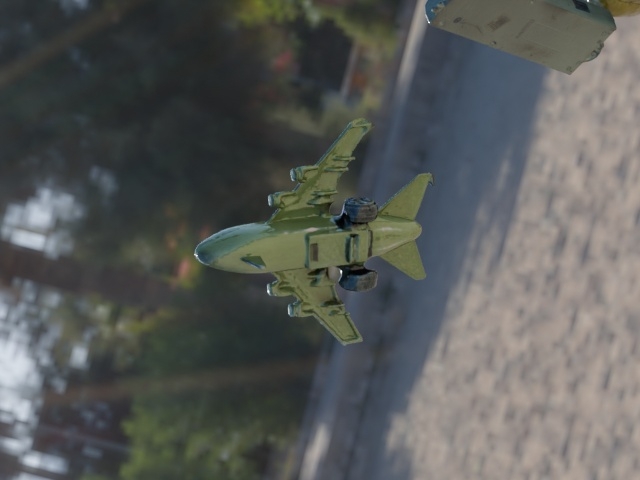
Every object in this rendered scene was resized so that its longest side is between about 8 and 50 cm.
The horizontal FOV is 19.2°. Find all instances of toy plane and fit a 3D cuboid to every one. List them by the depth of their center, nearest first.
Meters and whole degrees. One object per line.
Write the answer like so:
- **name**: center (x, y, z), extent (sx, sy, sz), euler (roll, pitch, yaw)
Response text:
- **toy plane**: center (0.000, 0.000, 0.810), extent (0.040, 0.111, 0.102), euler (24, 118, 56)

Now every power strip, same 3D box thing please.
- **power strip**: center (0.117, -0.137, 1.143), extent (0.051, 0.136, 0.019), euler (-46, 42, 39)

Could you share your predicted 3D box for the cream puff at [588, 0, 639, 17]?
- **cream puff**: center (0.247, -0.236, 1.404), extent (0.146, 0.116, 0.146), euler (-5, -90, -77)
